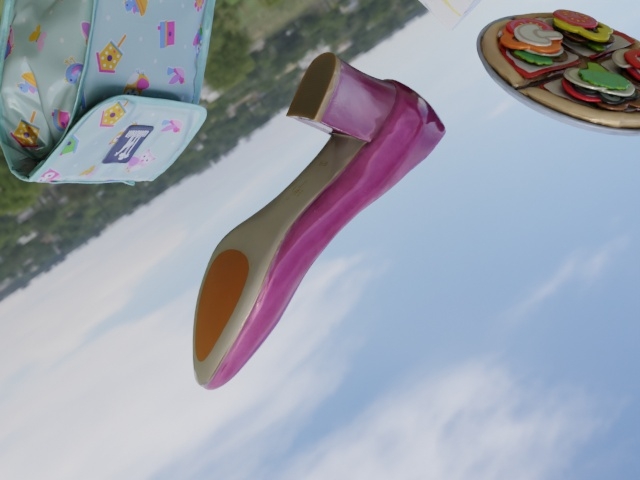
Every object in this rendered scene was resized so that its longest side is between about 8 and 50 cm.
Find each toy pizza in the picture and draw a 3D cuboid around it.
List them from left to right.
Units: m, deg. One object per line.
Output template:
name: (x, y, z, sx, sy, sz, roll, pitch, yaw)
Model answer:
toy pizza: (0.239, -0.160, 0.860, 0.201, 0.201, 0.032, -48, 158, -47)

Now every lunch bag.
lunch bag: (-0.239, -0.188, 1.086, 0.160, 0.262, 0.223, 14, -169, 26)

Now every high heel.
high heel: (0.000, 0.000, 0.669, 0.082, 0.117, 0.244, 18, -95, 56)

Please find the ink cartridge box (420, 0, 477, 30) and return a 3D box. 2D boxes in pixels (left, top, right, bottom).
ink cartridge box: (0.125, -0.259, 0.835, 0.092, 0.090, 0.143, -46, -179, -3)
